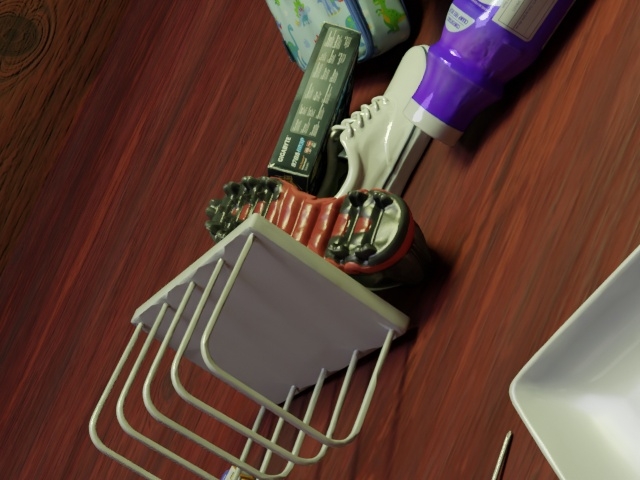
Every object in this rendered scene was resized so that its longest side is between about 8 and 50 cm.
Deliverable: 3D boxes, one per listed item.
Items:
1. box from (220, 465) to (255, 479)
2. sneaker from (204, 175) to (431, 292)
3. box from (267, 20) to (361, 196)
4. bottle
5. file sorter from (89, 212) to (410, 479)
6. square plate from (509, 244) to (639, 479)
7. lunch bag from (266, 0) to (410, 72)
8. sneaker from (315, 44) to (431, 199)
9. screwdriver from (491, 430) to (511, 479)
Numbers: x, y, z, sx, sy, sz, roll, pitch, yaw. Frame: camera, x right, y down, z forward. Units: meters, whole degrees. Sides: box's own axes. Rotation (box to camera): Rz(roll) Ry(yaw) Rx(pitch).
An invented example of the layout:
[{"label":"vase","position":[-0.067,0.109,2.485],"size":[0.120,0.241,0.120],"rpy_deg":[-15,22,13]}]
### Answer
[{"label":"box","position":[-0.091,0.305,1.376],"size":[0.081,0.028,0.136],"rpy_deg":[-62,22,3]},{"label":"sneaker","position":[0.000,0.000,1.323],"size":[0.276,0.135,0.097],"rpy_deg":[8,69,39]},{"label":"box","position":[-0.010,-0.121,1.500],"size":[0.175,0.051,0.220],"rpy_deg":[97,-170,-61]},{"label":"bottle","position":[0.187,-0.230,1.279],"size":[0.283,0.092,0.118],"rpy_deg":[-56,25,15]},{"label":"file sorter","position":[-0.083,0.140,1.277],"size":[0.278,0.193,0.173],"rpy_deg":[-36,25,49]},{"label":"square plate","position":[0.297,0.098,0.676],"size":[0.344,0.049,0.347],"rpy_deg":[-52,46,25]},{"label":"lunch bag","position":[0.010,-0.308,1.605],"size":[0.090,0.176,0.219],"rpy_deg":[-29,14,-22]},{"label":"sneaker","position":[0.061,-0.113,1.412],"size":[0.094,0.091,0.258],"rpy_deg":[-1,65,63]},{"label":"screwdriver","position":[0.126,0.232,1.019],"size":[0.024,0.025,0.170],"rpy_deg":[-15,54,59]}]
